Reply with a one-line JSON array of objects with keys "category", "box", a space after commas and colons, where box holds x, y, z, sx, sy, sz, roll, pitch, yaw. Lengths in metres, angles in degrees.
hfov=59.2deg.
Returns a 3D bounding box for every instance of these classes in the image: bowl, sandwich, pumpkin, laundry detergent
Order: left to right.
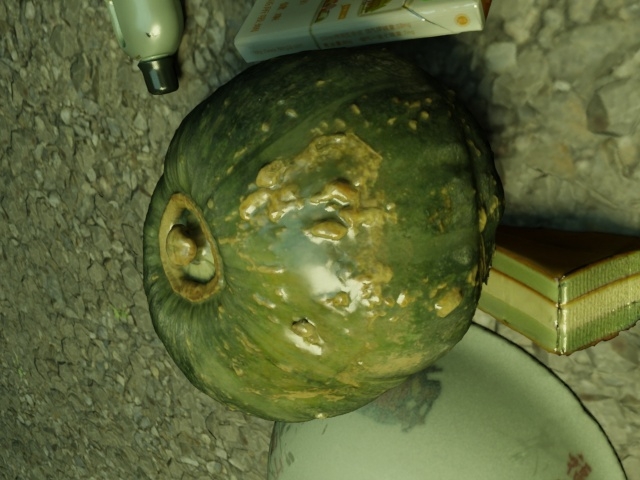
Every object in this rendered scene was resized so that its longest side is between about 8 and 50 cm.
[{"category": "laundry detergent", "box": [-0.205, -0.279, 0.636, 0.099, 0.070, 0.225, -4, 108, 26]}, {"category": "pumpkin", "box": [0.000, 0.000, 0.491, 0.328, 0.258, 0.291, -35, 72, 46]}, {"category": "bowl", "box": [0.084, 0.306, 0.603, 0.435, 0.196, 0.434, 13, 116, 28]}, {"category": "sandwich", "box": [0.202, 0.026, 0.521, 0.163, 0.114, 0.079, -146, 46, -62]}]

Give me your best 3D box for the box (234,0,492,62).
[{"category": "box", "box": [0.038, -0.211, 0.475, 0.221, 0.122, 0.032, 5, 150, 32]}]
